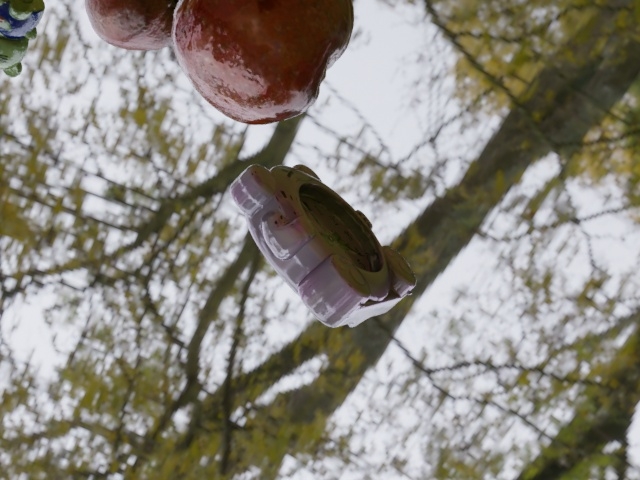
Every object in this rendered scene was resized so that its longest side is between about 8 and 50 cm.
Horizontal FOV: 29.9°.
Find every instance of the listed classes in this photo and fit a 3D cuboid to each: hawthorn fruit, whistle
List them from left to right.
[{"bbox_3d":[-0.490,-0.358,1.903,0.105,0.227,0.085,32,-149,-3],"label":"whistle"},{"bbox_3d":[-0.405,-0.498,2.544,0.253,0.205,0.205,-2,-167,33],"label":"hawthorn fruit"},{"bbox_3d":[-0.083,-0.317,1.811,0.284,0.284,0.284,21,-150,-13],"label":"hawthorn fruit"}]

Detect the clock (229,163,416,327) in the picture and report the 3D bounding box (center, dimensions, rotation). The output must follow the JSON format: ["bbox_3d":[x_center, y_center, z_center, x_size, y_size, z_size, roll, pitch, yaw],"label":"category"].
[{"bbox_3d":[0.000,0.000,2.115,0.322,0.113,0.295,51,-157,14],"label":"clock"}]
